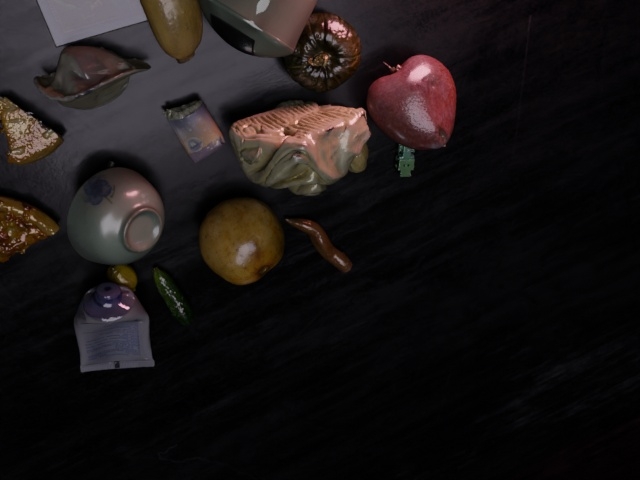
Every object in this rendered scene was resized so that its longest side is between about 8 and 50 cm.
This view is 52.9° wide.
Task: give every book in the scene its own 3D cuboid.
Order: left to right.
[{"bbox_3d":[-0.584,-0.624,1.643,0.269,0.025,0.191,-19,119,-8],"label":"book"}]

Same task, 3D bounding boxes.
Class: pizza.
[{"bbox_3d":[-0.915,-0.021,1.804,0.335,0.086,0.226,8,111,-22],"label":"pizza"},{"bbox_3d":[-0.798,-0.302,1.713,0.154,0.069,0.194,-29,113,-2],"label":"pizza"}]

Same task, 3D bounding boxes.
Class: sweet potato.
[{"bbox_3d":[0.000,0.000,2.107,0.067,0.059,0.281,-22,123,35],"label":"sweet potato"}]

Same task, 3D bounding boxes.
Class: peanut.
[{"bbox_3d":[0.090,-0.302,1.969,0.098,0.090,0.214,-32,120,-14],"label":"peanut"}]

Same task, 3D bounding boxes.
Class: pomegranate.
[{"bbox_3d":[-0.236,-0.004,1.933,0.260,0.260,0.261,-7,117,-14],"label":"pomegranate"}]

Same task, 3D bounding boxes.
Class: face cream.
[{"bbox_3d":[-0.639,0.286,1.985,0.234,0.137,0.420,-3,137,-15],"label":"face cream"}]

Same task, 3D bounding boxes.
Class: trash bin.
[{"bbox_3d":[-0.115,-0.680,1.621,0.280,0.280,0.432,26,102,-26],"label":"trash bin"}]

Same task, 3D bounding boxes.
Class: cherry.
[{"bbox_3d":[0.278,-0.400,1.888,0.261,0.221,0.307,-34,87,-3],"label":"cherry"}]

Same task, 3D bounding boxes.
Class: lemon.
[{"bbox_3d":[-0.605,0.116,1.967,0.082,0.082,0.111,-33,119,1],"label":"lemon"}]

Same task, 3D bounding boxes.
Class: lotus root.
[{"bbox_3d":[-0.383,-0.603,1.647,0.146,0.130,0.303,-39,129,-36],"label":"lotus root"}]

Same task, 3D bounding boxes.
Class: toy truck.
[{"bbox_3d":[0.280,-0.282,2.042,0.067,0.081,0.175,-3,116,-13],"label":"toy truck"}]

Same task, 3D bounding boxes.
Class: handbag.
[{"bbox_3d":[-0.356,-0.318,1.824,0.117,0.095,0.173,-32,123,-4],"label":"handbag"}]

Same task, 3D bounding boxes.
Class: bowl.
[{"bbox_3d":[-0.539,-0.049,1.793,0.289,0.146,0.289,-30,130,-42],"label":"bowl"}]

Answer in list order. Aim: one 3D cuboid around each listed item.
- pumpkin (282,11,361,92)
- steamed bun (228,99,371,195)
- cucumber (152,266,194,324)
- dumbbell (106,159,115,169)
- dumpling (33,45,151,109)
[{"bbox_3d":[0.005,-0.524,1.797,0.223,0.157,0.224,-3,123,-5],"label":"pumpkin"},{"bbox_3d":[-0.050,-0.238,1.818,0.393,0.347,0.238,-4,124,5],"label":"steamed bun"},{"bbox_3d":[-0.471,0.177,2.049,0.069,0.069,0.227,-27,116,-3],"label":"cucumber"},{"bbox_3d":[-0.634,-0.108,1.840,0.110,0.110,0.255,17,103,-24],"label":"dumbbell"},{"bbox_3d":[-0.576,-0.420,1.632,0.243,0.227,0.175,-45,122,-1],"label":"dumpling"}]
